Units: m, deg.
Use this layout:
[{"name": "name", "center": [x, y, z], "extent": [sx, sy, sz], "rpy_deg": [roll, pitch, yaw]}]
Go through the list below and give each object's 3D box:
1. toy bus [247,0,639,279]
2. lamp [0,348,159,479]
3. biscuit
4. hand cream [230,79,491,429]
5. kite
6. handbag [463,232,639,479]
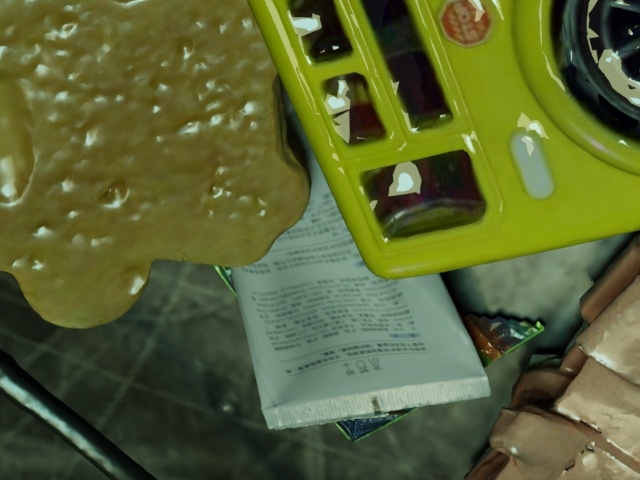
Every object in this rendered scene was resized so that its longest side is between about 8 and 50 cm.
[{"name": "toy bus", "center": [0.022, -0.161, 0.436], "extent": [0.151, 0.145, 0.331], "rpy_deg": [-15, 111, 22]}, {"name": "lamp", "center": [-0.070, 0.053, 0.615], "extent": [0.371, 0.108, 0.130], "rpy_deg": [30, 139, -13]}, {"name": "biscuit", "center": [-0.093, -0.030, 0.510], "extent": [0.184, 0.027, 0.133], "rpy_deg": [-17, 121, 3]}, {"name": "hand cream", "center": [0.000, 0.000, 0.577], "extent": [0.084, 0.053, 0.142], "rpy_deg": [-10, 120, 18]}, {"name": "kite", "center": [0.018, 0.035, 0.611], "extent": [0.122, 0.004, 0.090], "rpy_deg": [7, 116, 11]}, {"name": "handbag", "center": [0.154, 0.054, 0.556], "extent": [0.157, 0.059, 0.212], "rpy_deg": [32, 119, -3]}]
